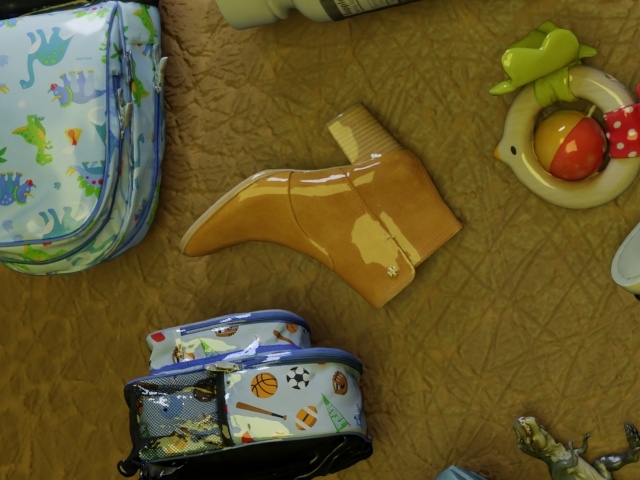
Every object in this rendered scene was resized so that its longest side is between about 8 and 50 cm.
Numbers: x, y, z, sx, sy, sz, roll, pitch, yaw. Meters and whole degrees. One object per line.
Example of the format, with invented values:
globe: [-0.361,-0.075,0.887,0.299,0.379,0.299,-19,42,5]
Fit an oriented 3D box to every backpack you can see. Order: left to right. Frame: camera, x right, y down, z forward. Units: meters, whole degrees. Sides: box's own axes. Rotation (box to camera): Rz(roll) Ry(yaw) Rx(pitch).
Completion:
backpack: [-0.317,-0.135,1.853,0.290,0.273,0.356,-2,106,6]
backpack: [-0.075,0.194,1.816,0.263,0.276,0.213,-4,80,10]

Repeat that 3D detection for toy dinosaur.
toy dinosaur: [0.337,0.287,1.818,0.118,0.064,0.268,-39,86,18]

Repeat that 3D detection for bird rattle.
bird rattle: [0.305,-0.131,1.779,0.253,0.143,0.207,30,120,5]

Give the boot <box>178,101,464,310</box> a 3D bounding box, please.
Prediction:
boot: [0.001,0.000,1.848,0.295,0.104,0.211,-35,86,9]

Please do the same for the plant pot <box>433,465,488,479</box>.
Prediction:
plant pot: [0.149,0.454,1.752,0.341,0.341,0.334,34,92,8]

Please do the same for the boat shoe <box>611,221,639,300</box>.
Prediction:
boat shoe: [0.476,-0.048,1.738,0.113,0.127,0.340,40,94,-23]

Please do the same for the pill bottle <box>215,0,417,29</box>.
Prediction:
pill bottle: [0.057,-0.357,1.756,0.361,0.204,0.204,-11,92,13]
